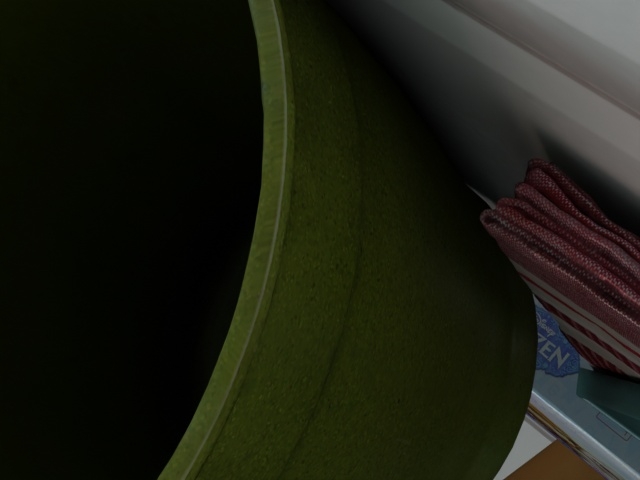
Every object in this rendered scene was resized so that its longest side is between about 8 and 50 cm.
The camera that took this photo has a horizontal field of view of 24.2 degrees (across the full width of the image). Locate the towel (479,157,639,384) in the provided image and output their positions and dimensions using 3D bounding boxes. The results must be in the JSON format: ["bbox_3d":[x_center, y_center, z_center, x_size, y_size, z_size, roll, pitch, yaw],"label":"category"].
[{"bbox_3d":[0.202,0.081,0.675,0.237,0.037,0.329,37,178,22],"label":"towel"}]

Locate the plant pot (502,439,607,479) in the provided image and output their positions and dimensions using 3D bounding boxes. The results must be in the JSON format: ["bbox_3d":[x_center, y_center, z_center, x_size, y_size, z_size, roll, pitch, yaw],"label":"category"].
[{"bbox_3d":[0.270,0.282,1.318,0.291,0.203,0.291,40,179,1],"label":"plant pot"}]

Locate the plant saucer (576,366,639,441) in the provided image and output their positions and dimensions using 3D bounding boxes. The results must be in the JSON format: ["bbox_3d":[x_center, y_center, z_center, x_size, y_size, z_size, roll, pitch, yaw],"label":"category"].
[{"bbox_3d":[0.172,0.095,0.767,0.067,0.018,0.192,37,179,1],"label":"plant saucer"}]

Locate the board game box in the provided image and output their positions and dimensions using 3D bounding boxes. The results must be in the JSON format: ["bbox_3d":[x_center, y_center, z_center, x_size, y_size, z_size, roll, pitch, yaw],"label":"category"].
[{"bbox_3d":[0.203,0.123,1.033,0.319,0.066,0.318,39,177,26],"label":"board game box"}]

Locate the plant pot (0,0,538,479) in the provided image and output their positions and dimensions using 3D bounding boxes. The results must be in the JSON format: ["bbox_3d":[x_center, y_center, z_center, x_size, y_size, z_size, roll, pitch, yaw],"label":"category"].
[{"bbox_3d":[-0.074,0.029,0.723,0.366,0.366,0.353,38,-171,34],"label":"plant pot"}]
